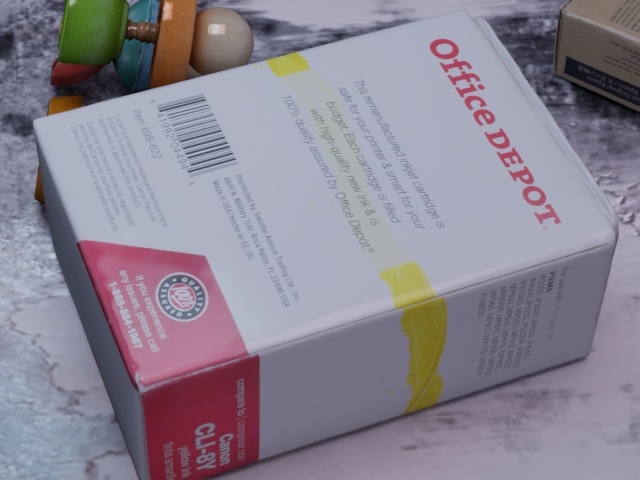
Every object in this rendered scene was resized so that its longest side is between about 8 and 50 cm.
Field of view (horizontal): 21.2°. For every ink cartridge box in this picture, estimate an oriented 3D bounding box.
[{"bbox_3d":[0.000,0.000,1.356,0.385,0.160,0.279,-16,52,-14],"label":"ink cartridge box"},{"bbox_3d":[0.357,-0.212,1.591,0.193,0.088,0.234,27,55,22],"label":"ink cartridge box"}]

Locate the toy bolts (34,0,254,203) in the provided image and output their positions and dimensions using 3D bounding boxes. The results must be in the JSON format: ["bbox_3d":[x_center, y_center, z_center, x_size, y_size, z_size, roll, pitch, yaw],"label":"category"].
[{"bbox_3d":[-0.154,-0.135,1.494,0.158,0.218,0.228,9,16,-11],"label":"toy bolts"}]
